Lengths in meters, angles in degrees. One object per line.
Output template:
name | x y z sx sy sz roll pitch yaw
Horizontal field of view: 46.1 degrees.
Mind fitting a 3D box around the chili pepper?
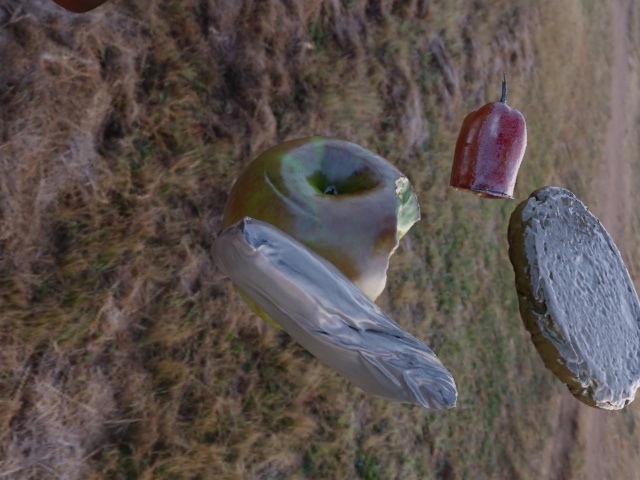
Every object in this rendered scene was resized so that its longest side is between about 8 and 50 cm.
chili pepper | 0.231 -0.141 1.004 0.086 0.084 0.192 29 69 -43

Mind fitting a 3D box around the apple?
apple | 0.000 0.000 0.934 0.246 0.246 0.226 -68 173 -47

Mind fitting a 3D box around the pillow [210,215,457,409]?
pillow | 0.013 0.074 0.687 0.270 0.173 0.067 39 76 -14

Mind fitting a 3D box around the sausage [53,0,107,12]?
sausage | -0.174 -0.207 0.556 0.059 0.094 0.054 13 75 -39

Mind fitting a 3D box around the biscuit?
biscuit | 0.249 0.053 0.732 0.226 0.042 0.225 22 56 -37
